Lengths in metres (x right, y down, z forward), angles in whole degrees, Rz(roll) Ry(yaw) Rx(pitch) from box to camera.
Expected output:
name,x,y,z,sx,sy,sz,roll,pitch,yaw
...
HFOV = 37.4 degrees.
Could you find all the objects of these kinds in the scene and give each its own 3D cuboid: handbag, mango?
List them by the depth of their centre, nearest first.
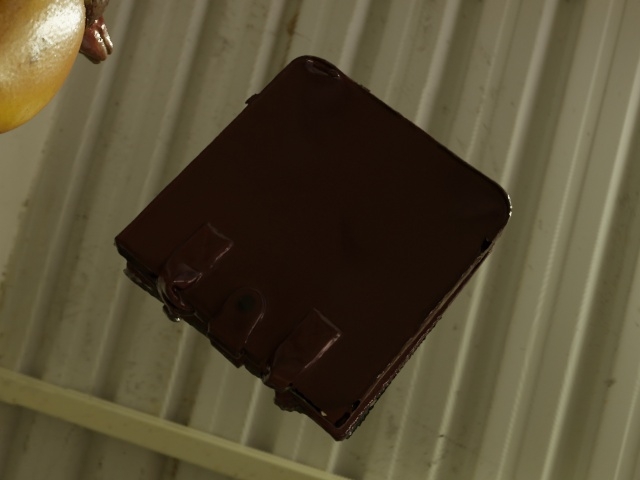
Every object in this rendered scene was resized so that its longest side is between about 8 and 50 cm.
name,x,y,z,sx,sy,sz,roll,pitch,yaw
handbag,0.000,-0.001,0.833,0.260,0.084,0.275,39,-112,11
mango,-0.365,-0.207,1.065,0.138,0.187,0.257,23,-125,-4

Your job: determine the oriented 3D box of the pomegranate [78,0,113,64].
name,x,y,z,sx,sy,sz,roll,pitch,yaw
pomegranate,-0.391,-0.362,1.414,0.214,0.247,0.214,-19,-139,17
